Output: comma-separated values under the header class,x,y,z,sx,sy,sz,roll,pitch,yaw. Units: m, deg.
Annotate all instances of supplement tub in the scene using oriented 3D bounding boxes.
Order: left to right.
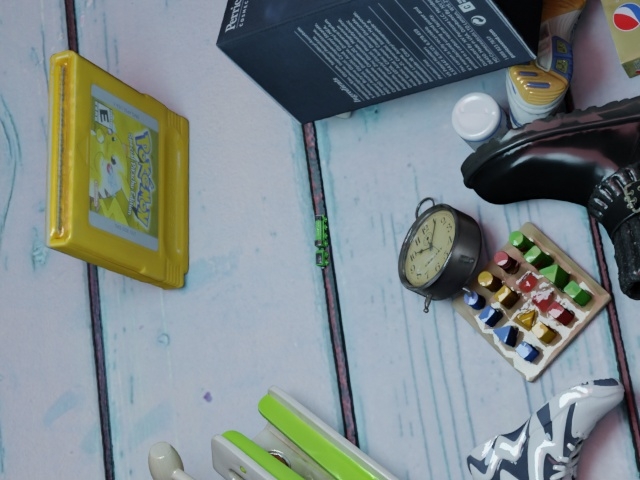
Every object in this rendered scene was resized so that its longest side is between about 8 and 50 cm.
class,x,y,z,sx,sy,sz,roll,pitch,yaw
supplement tub,0.230,-0.159,1.834,0.071,0.107,0.071,-6,75,23

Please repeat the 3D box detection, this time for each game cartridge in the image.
class,x,y,z,sx,sy,sz,roll,pitch,yaw
game cartridge,-0.288,-0.093,1.931,0.052,0.323,0.285,-9,74,25

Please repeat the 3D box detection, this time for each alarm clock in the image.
class,x,y,z,sx,sy,sz,roll,pitch,yaw
alarm clock,0.165,0.005,1.832,0.129,0.064,0.192,-50,34,28

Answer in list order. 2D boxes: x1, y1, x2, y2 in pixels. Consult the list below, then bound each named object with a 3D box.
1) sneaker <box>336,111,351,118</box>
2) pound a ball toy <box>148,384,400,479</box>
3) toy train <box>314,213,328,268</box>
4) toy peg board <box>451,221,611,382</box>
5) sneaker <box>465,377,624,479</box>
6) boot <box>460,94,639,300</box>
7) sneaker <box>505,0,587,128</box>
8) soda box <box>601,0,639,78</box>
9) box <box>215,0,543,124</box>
class,x,y,z,sx,sy,sz,roll,pitch,yaw
sneaker,-0.005,-0.245,1.990,0.152,0.058,0.084,30,99,34
pound a ball toy,-0.056,0.352,1.798,0.319,0.136,0.208,33,56,27
toy train,0.000,0.000,1.944,0.017,0.024,0.083,-9,74,22
toy peg board,0.274,0.076,1.770,0.160,0.079,0.161,-48,63,6
sneaker,0.315,0.289,1.689,0.235,0.094,0.153,-33,67,13
boot,0.368,-0.038,1.727,0.348,0.131,0.260,-15,71,20
sneaker,0.304,-0.280,1.833,0.112,0.131,0.296,14,58,8
soda box,0.423,-0.322,1.814,0.058,0.061,0.181,-20,69,19
box,0.092,-0.371,1.807,0.395,0.212,0.293,-13,53,35
